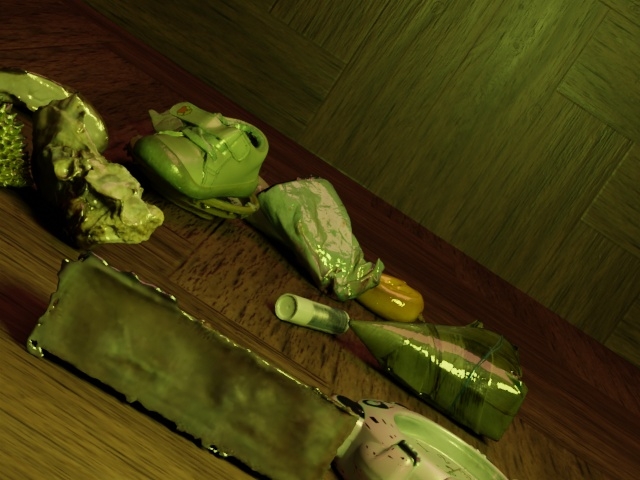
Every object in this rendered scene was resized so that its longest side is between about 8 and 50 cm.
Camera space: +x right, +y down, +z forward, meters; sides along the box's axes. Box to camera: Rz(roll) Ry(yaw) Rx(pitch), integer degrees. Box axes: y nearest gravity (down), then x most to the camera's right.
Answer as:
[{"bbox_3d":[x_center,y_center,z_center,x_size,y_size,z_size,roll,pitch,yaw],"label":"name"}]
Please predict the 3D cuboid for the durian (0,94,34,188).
[{"bbox_3d":[-0.439,-0.155,1.689,0.220,0.095,0.137,36,10,27],"label":"durian"}]

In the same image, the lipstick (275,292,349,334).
[{"bbox_3d":[-0.009,0.106,1.965,0.040,0.040,0.141,40,11,35],"label":"lipstick"}]

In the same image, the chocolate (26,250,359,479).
[{"bbox_3d":[-0.125,0.120,1.338,0.321,0.112,0.112,31,2,-12],"label":"chocolate"}]

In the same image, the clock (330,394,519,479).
[{"bbox_3d":[0.119,0.259,1.495,0.248,0.090,0.227,37,10,30],"label":"clock"}]

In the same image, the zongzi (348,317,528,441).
[{"bbox_3d":[0.169,0.162,2.045,0.274,0.125,0.251,28,10,1],"label":"zongzi"}]

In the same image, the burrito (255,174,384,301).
[{"bbox_3d":[0.000,0.000,2.277,0.144,0.089,0.229,-13,60,-33],"label":"burrito"}]

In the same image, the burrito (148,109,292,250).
[{"bbox_3d":[-0.157,-0.105,2.431,0.392,0.076,0.117,40,6,24],"label":"burrito"}]

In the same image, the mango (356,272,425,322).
[{"bbox_3d":[0.098,0.088,2.341,0.187,0.066,0.101,30,17,10],"label":"mango"}]

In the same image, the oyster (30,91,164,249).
[{"bbox_3d":[-0.294,-0.066,1.665,0.107,0.161,0.233,-30,52,-31],"label":"oyster"}]

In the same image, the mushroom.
[{"bbox_3d":[-0.412,-0.211,2.121,0.210,0.072,0.094,30,1,-17],"label":"mushroom"}]

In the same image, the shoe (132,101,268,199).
[{"bbox_3d":[-0.182,-0.137,2.118,0.140,0.128,0.262,24,8,31],"label":"shoe"}]

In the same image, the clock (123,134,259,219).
[{"bbox_3d":[-0.210,-0.090,2.221,0.237,0.057,0.237,29,14,-8],"label":"clock"}]
